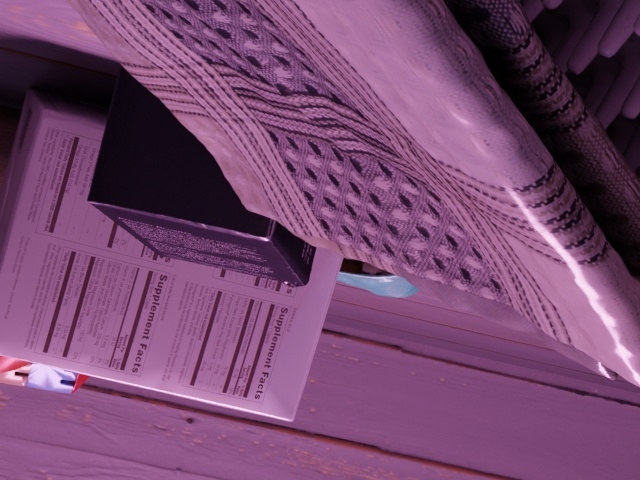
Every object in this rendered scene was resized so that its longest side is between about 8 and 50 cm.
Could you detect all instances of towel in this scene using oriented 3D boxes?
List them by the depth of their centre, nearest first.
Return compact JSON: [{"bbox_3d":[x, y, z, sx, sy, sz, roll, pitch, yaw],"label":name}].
[{"bbox_3d":[-0.014,-0.062,0.568,0.312,0.056,0.324,21,160,50],"label":"towel"}]

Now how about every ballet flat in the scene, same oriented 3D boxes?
[{"bbox_3d":[0.000,0.000,1.598,0.247,0.083,0.087,12,148,3],"label":"ballet flat"}]

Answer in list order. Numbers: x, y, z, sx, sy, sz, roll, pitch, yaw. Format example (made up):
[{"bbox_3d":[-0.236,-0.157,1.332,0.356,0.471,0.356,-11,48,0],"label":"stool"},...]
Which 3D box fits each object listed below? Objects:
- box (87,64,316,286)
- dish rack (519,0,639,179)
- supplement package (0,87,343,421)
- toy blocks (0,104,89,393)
[{"bbox_3d":[-0.052,-0.066,0.887,0.108,0.153,0.207,12,171,7],"label":"box"},{"bbox_3d":[0.059,-0.095,0.537,0.285,0.072,0.333,39,168,-7],"label":"dish rack"},{"bbox_3d":[-0.138,0.007,1.220,0.262,0.198,0.199,15,-173,-17],"label":"supplement package"},{"bbox_3d":[-0.311,0.020,1.389,0.261,0.381,0.191,11,-150,-17],"label":"toy blocks"}]
